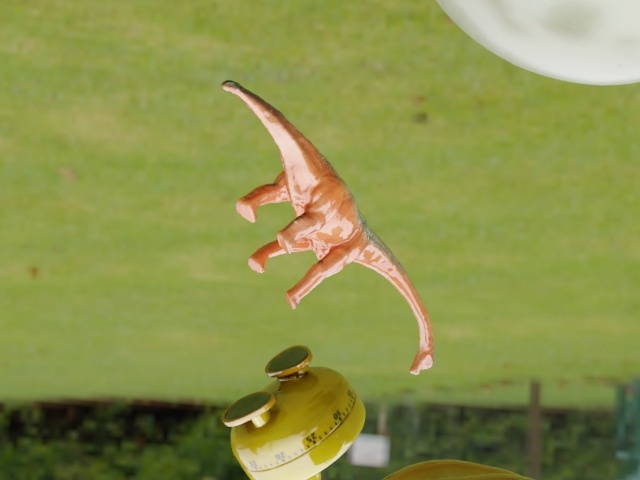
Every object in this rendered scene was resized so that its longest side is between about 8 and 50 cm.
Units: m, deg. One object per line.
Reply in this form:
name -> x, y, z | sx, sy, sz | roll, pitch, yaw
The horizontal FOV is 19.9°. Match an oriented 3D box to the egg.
egg -> 0.190, -0.222, 1.304 | 0.269, 0.219, 0.219 | 26, 168, -9

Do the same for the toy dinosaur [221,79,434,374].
toy dinosaur -> 0.004, 0.002, 1.283 | 0.055, 0.101, 0.279 | 30, 151, 50

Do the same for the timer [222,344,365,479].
timer -> -0.014, 0.151, 1.397 | 0.107, 0.109, 0.107 | -29, -162, 11

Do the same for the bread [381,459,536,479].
bread -> 0.117, 0.231, 1.182 | 0.172, 0.121, 0.311 | 2, -163, -15
